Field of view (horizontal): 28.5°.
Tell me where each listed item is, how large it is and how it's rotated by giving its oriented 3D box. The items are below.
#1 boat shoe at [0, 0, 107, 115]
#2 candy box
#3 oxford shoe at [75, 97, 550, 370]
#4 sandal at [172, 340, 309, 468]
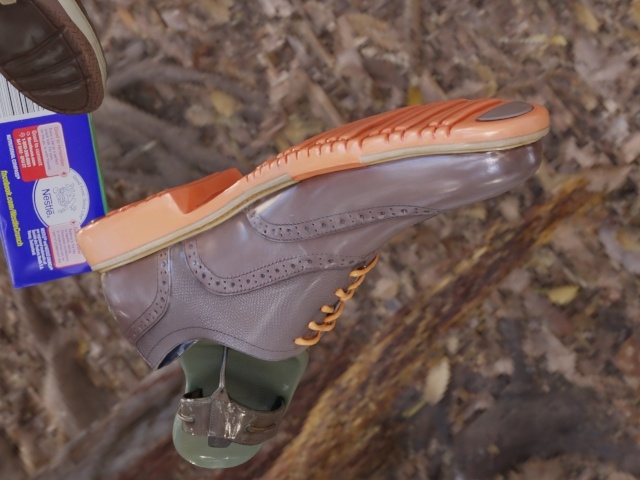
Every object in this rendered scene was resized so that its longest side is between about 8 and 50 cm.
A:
[{"bbox_3d":[-0.226,-0.208,0.973,0.095,0.095,0.257,0,145,17],"label":"boat shoe"},{"bbox_3d":[-0.315,-0.149,1.375,0.317,0.122,0.268,-118,21,-53],"label":"candy box"},{"bbox_3d":[0.000,0.000,0.834,0.363,0.130,0.133,-17,95,38],"label":"oxford shoe"},{"bbox_3d":[-0.078,0.154,1.147,0.120,0.086,0.303,6,145,-3],"label":"sandal"}]
